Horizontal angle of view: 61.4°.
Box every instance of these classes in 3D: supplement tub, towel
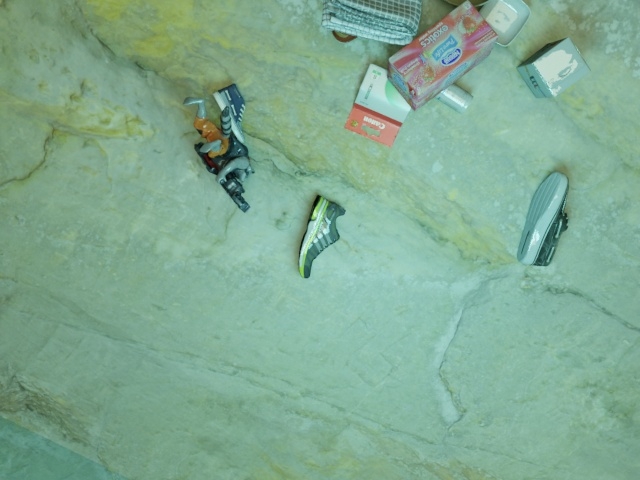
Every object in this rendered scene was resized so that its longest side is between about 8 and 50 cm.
[{"bbox_3d":[0.431,-0.466,1.744,0.107,0.071,0.071,32,104,-6],"label":"supplement tub"},{"bbox_3d":[0.154,-0.713,1.546,0.284,0.121,0.234,11,79,-9],"label":"towel"}]

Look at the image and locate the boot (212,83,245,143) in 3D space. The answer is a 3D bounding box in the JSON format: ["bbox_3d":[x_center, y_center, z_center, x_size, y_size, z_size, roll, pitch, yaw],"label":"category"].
[{"bbox_3d":[-0.279,-0.423,1.802,0.086,0.069,0.190,-30,112,-9],"label":"boot"}]

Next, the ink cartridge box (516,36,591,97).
[{"bbox_3d":[0.712,-0.527,1.657,0.128,0.176,0.127,-36,99,11],"label":"ink cartridge box"}]

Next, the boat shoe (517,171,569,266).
[{"bbox_3d":[0.770,-0.066,1.813,0.119,0.121,0.335,10,115,-7],"label":"boat shoe"}]

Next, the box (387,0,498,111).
[{"bbox_3d":[0.366,-0.557,1.644,0.300,0.142,0.154,-36,82,0],"label":"box"}]

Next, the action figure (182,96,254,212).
[{"bbox_3d":[-0.287,-0.268,1.717,0.179,0.330,0.341,-38,68,-1],"label":"action figure"}]

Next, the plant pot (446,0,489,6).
[{"bbox_3d":[0.452,-0.862,1.567,0.284,0.284,0.191,42,67,-7],"label":"plant pot"}]

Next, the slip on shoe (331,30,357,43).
[{"bbox_3d":[0.168,-0.750,1.674,0.331,0.101,0.123,-42,96,10],"label":"slip on shoe"}]

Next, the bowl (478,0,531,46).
[{"bbox_3d":[0.566,-0.695,1.688,0.142,0.053,0.142,35,104,-4],"label":"bowl"}]

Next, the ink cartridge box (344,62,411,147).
[{"bbox_3d":[0.201,-0.442,1.774,0.181,0.056,0.224,23,102,-2],"label":"ink cartridge box"}]

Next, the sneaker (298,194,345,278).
[{"bbox_3d":[0.000,0.000,1.870,0.121,0.111,0.299,17,106,-5],"label":"sneaker"}]
